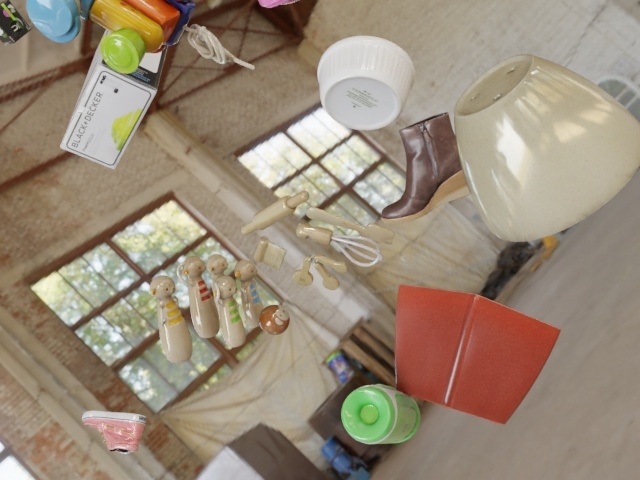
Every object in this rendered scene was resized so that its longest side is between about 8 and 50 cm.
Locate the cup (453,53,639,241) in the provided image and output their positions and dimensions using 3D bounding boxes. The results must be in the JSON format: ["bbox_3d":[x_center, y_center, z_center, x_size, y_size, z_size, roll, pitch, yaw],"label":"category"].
[{"bbox_3d":[0.381,-0.197,1.349,0.331,0.237,0.331,-36,22,17],"label":"cup"}]

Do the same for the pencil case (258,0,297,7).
[{"bbox_3d":[-0.046,-0.315,0.639,0.098,0.209,0.095,-18,19,21],"label":"pencil case"}]

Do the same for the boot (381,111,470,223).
[{"bbox_3d":[0.224,-0.167,1.729,0.249,0.206,0.090,-23,17,14],"label":"boot"}]

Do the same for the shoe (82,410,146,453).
[{"bbox_3d":[-0.467,0.426,1.637,0.063,0.178,0.081,42,-130,-51],"label":"shoe"}]

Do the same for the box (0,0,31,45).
[{"bbox_3d":[-0.742,-0.515,1.744,0.052,0.083,0.062,6,50,43],"label":"box"}]

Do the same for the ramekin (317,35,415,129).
[{"bbox_3d":[0.120,-0.420,2.033,0.273,0.273,0.127,121,162,-56],"label":"ramekin"}]

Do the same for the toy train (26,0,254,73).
[{"bbox_3d":[-0.199,-0.239,0.851,0.105,0.248,0.143,-48,15,41],"label":"toy train"}]

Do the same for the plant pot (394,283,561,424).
[{"bbox_3d":[0.313,0.254,1.619,0.267,0.267,0.235,4,73,61],"label":"plant pot"}]

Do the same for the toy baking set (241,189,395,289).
[{"bbox_3d":[-0.006,-0.004,1.209,0.256,0.197,0.030,-33,28,43],"label":"toy baking set"}]

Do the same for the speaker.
[{"bbox_3d":[0.144,0.399,1.685,0.131,0.131,0.296,-48,-24,3],"label":"speaker"}]

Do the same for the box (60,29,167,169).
[{"bbox_3d":[-0.310,-0.267,1.157,0.169,0.087,0.289,-50,27,33],"label":"box"}]

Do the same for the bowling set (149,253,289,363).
[{"bbox_3d":[-0.155,0.094,1.315,0.200,0.154,0.287,-8,14,14],"label":"bowling set"}]
